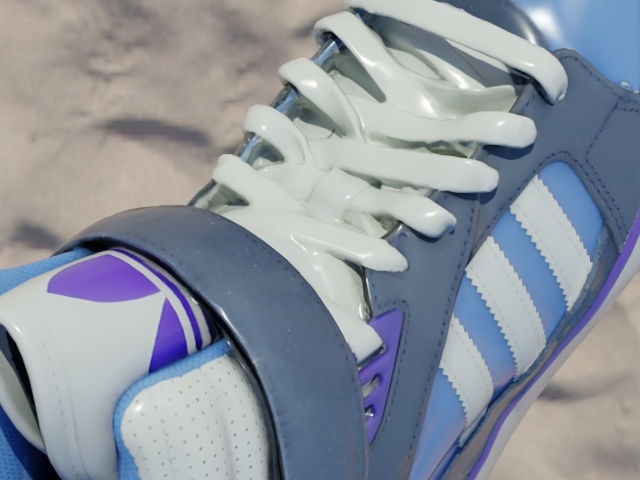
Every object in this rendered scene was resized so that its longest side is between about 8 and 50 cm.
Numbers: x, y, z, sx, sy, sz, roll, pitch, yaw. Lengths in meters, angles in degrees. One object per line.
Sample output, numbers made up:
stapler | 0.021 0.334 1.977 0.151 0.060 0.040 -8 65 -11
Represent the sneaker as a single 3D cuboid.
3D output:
sneaker | -0.001 0.000 0.598 0.236 0.130 0.322 7 109 -62
